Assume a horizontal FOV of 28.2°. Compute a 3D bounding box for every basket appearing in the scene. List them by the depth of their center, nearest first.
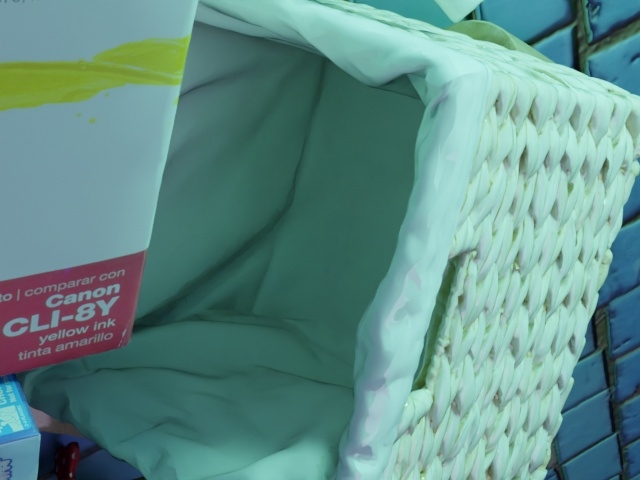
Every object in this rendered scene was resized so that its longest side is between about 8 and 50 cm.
[{"bbox_3d":[0.000,0.000,0.886,0.266,0.331,0.328,-3,112,-51],"label":"basket"}]

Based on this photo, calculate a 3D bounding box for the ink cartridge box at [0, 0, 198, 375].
[{"bbox_3d":[-0.190,-0.147,0.671,0.160,0.279,0.384,-10,142,-26],"label":"ink cartridge box"}]

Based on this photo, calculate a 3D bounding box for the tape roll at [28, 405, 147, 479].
[{"bbox_3d":[-0.192,0.156,0.916,0.392,0.392,0.072,-2,111,-37],"label":"tape roll"}]

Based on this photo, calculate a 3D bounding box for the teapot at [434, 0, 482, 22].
[{"bbox_3d":[-0.010,-0.251,0.763,0.256,0.187,0.252,-14,143,-23],"label":"teapot"}]

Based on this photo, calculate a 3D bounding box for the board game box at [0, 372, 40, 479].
[{"bbox_3d":[-0.368,0.047,0.753,0.318,0.318,0.066,-12,141,-27],"label":"board game box"}]

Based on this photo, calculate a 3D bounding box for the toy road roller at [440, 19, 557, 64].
[{"bbox_3d":[0.131,0.002,1.113,0.202,0.240,0.329,16,115,-52],"label":"toy road roller"}]

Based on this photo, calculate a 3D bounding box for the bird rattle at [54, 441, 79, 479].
[{"bbox_3d":[-0.222,0.322,1.348,0.143,0.207,0.253,-38,160,-23],"label":"bird rattle"}]
